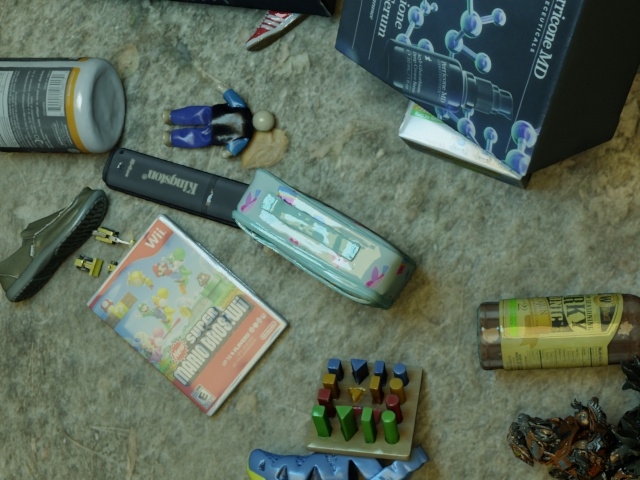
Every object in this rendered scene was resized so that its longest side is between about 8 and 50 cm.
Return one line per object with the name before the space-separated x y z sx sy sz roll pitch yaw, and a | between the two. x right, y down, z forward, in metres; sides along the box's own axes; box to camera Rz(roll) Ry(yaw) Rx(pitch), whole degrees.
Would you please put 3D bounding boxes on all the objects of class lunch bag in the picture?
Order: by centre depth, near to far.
lunch bag | 0.000 0.000 1.600 0.279 0.224 0.107 30 92 13

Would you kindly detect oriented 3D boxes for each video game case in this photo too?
video game case | -0.222 0.122 1.734 0.285 0.025 0.204 40 95 9

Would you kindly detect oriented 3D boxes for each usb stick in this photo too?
usb stick | -0.235 -0.089 1.757 0.278 0.045 0.077 17 90 15

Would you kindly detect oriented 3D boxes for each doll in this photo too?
doll | -0.169 -0.199 1.749 0.189 0.046 0.129 -1 86 14

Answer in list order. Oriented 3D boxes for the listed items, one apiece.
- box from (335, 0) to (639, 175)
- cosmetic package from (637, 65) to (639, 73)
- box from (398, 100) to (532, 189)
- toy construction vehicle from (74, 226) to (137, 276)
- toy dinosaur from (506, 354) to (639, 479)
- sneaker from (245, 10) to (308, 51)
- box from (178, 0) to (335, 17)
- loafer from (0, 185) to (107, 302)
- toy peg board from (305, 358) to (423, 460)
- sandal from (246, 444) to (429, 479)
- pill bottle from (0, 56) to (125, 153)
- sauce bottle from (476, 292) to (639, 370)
box | 0.241 -0.329 1.458 0.395 0.212 0.293 39 136 32
cosmetic package | 0.464 -0.453 1.562 0.217 0.156 0.384 -10 82 12
box | 0.236 -0.166 1.613 0.203 0.114 0.103 22 91 16
toy construction vehicle | -0.368 0.023 1.785 0.098 0.035 0.085 19 90 15
toy dinosaur | 0.444 0.298 1.513 0.322 0.218 0.164 3 44 -12
sneaker | -0.086 -0.370 1.745 0.118 0.042 0.067 -33 82 1
box | -0.189 -0.644 1.647 0.472 0.297 0.479 9 82 16
loafer | -0.467 -0.006 1.781 0.087 0.094 0.251 45 97 9
toy peg board | 0.065 0.240 1.598 0.161 0.079 0.160 3 51 13
sandal | 0.044 0.363 1.620 0.318 0.126 0.138 12 83 7
pill bottle | -0.487 -0.229 1.772 0.279 0.162 0.162 2 86 15
sauce bottle | 0.407 0.132 1.550 0.345 0.111 0.111 -5 84 12
